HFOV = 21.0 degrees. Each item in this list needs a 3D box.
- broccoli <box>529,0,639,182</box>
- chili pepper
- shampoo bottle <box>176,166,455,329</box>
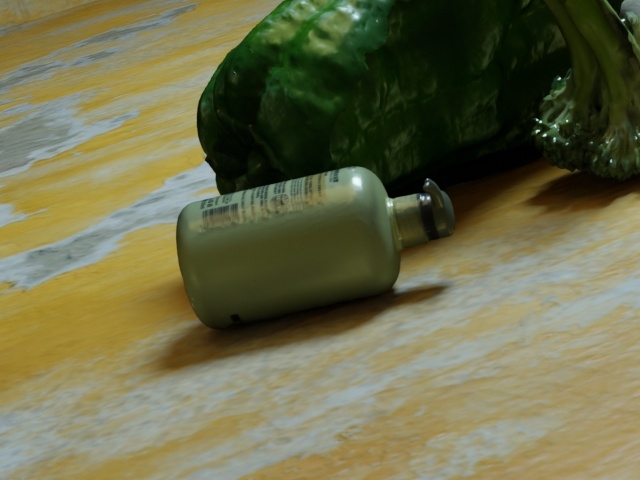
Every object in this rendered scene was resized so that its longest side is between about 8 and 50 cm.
[{"bbox_3d":[0.170,-0.130,1.108,0.122,0.204,0.118,-36,27,-10],"label":"broccoli"},{"bbox_3d":[0.075,-0.143,1.195,0.385,0.213,0.167,-36,51,-24],"label":"chili pepper"},{"bbox_3d":[0.000,0.000,1.028,0.162,0.079,0.079,-12,15,8],"label":"shampoo bottle"}]
